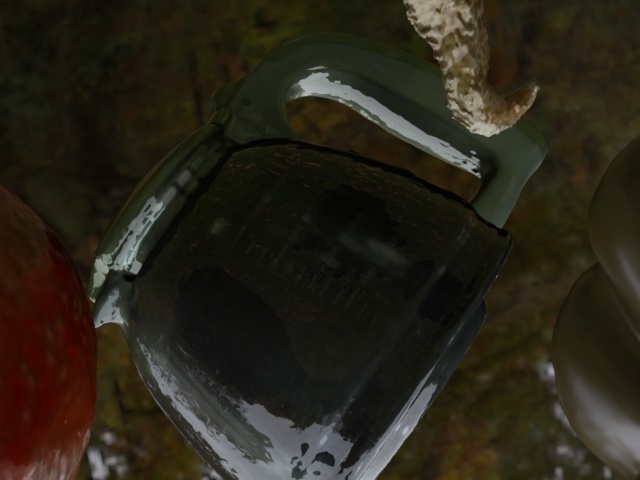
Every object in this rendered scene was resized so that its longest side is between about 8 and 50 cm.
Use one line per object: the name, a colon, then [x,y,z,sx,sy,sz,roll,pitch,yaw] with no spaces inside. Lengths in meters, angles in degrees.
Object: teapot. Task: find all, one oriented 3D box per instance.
teapot: [-0.003,0.002,1.027,0.321,0.239,0.239,-54,177,-3]

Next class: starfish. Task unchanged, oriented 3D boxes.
starfish: [0.023,-0.202,0.812,0.060,0.299,0.302,-21,168,38]

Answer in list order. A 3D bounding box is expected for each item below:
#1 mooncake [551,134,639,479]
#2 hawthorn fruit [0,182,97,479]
mooncake: [0.378,0.117,1.139,0.262,0.466,0.467,-19,-168,-29]
hawthorn fruit: [-0.251,0.074,0.722,0.285,0.284,0.369,-11,-176,-1]
